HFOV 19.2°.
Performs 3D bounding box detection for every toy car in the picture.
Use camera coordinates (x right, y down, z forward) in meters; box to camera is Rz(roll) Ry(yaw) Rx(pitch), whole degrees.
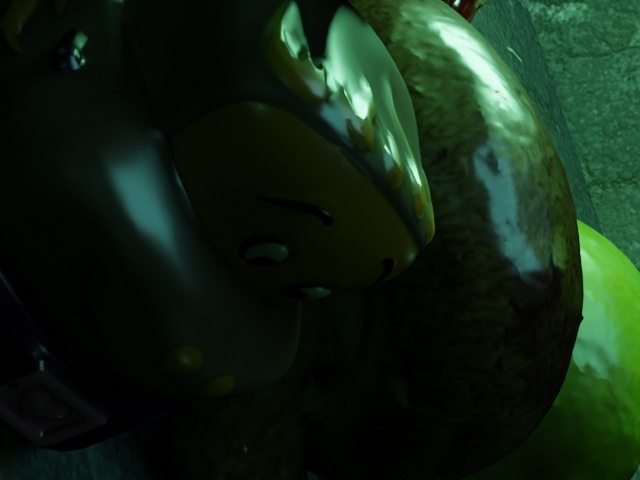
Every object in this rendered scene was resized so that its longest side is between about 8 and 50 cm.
[{"bbox_3d":[-0.088,-0.076,0.927,0.271,0.240,0.340,48,24,-51],"label":"toy car"}]

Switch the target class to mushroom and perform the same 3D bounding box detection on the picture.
[{"bbox_3d":[0.021,-0.005,1.130,0.239,0.345,0.345,-4,73,-51],"label":"mushroom"}]

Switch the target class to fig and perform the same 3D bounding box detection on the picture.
[{"bbox_3d":[0.104,0.075,1.402,0.326,0.258,0.258,43,25,-20],"label":"fig"}]

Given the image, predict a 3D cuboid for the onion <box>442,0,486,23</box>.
[{"bbox_3d":[0.071,-0.262,1.864,0.272,0.195,0.272,16,90,-82],"label":"onion"}]
